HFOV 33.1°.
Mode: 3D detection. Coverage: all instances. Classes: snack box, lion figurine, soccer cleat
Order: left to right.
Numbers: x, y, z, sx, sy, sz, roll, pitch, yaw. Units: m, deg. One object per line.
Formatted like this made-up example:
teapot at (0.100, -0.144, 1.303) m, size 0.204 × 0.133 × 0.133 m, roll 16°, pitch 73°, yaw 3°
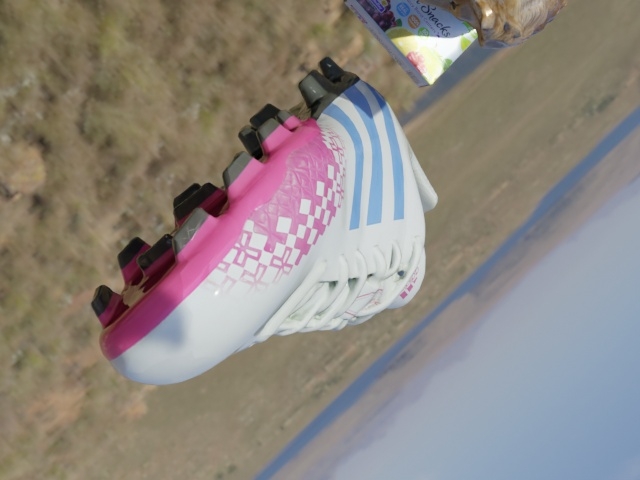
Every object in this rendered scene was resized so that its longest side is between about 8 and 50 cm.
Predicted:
soccer cleat at (0.000, 0.000, 0.589) m, size 0.116 × 0.143 × 0.331 m, roll -37°, pitch -170°, yaw 28°
snack box at (0.111, -0.267, 1.277) m, size 0.100 × 0.141 × 0.037 m, roll -47°, pitch -165°, yaw -12°
lion figurine at (0.229, -0.314, 1.083) m, size 0.142 × 0.240 × 0.392 m, roll -12°, pitch -179°, yaw 37°
